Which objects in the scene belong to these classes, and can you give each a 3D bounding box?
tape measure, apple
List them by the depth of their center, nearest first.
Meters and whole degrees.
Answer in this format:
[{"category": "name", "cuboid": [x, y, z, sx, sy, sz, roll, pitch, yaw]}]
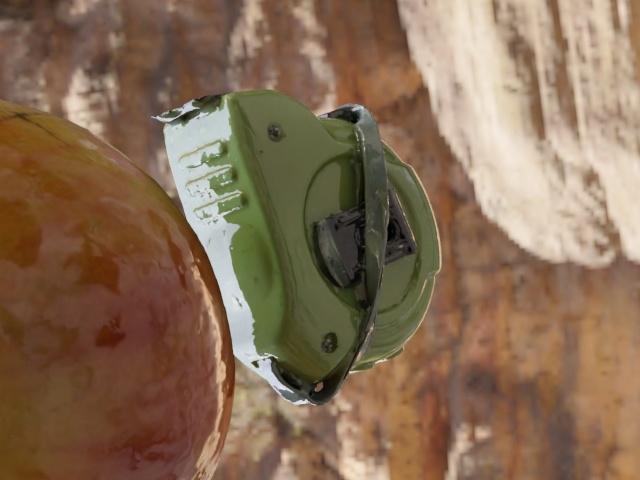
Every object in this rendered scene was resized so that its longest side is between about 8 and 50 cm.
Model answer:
[{"category": "apple", "cuboid": [-0.186, 0.062, 0.820, 0.233, 0.286, 0.286, -34, -63, -64]}, {"category": "tape measure", "cuboid": [0.000, 0.000, 0.975, 0.175, 0.106, 0.200, -12, -96, -43]}]
